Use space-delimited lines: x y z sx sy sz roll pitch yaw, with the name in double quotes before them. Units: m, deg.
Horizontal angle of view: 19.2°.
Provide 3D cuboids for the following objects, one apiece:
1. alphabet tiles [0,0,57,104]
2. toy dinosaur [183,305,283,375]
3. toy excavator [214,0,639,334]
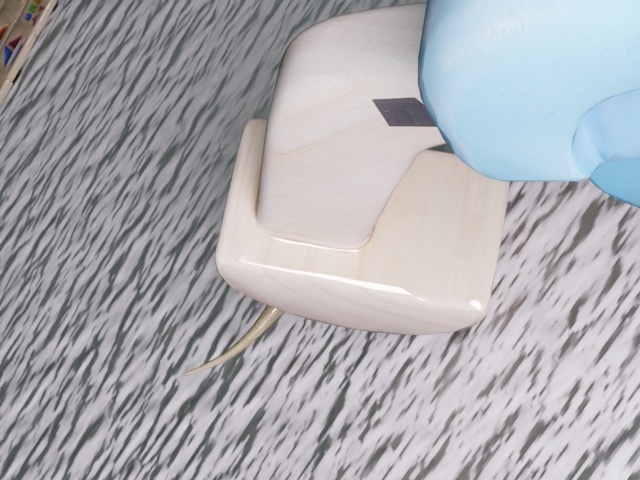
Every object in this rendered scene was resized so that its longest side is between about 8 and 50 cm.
"alphabet tiles" -0.275 -0.153 1.500 0.237 0.009 0.198 -61 33 5
"toy dinosaur" 0.000 0.000 0.992 0.183 0.053 0.092 -64 17 -14
"toy excavator" 0.109 -0.079 0.688 0.445 0.433 0.222 3 68 24
